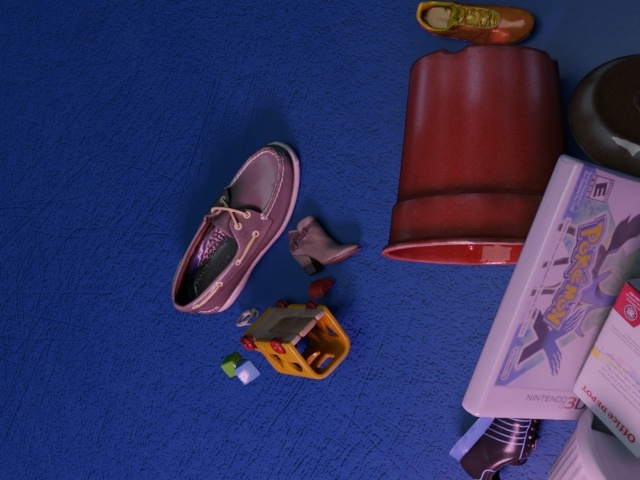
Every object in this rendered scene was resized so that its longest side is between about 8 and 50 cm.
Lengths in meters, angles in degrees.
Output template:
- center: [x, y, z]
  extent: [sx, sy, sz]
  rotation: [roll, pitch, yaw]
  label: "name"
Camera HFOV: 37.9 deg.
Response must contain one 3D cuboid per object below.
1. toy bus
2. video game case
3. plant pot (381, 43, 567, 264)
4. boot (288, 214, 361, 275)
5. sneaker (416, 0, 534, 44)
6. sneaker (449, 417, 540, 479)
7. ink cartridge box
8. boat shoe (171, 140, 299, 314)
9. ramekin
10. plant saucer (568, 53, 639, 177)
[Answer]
- center: [-0.044, 0.163, 1.479]
  extent: [0.191, 0.202, 0.104]
  rotation: [-30, 108, 18]
  label: "toy bus"
- center: [0.345, 0.076, 1.176]
  extent: [0.036, 0.300, 0.329]
  rotation: [33, 108, 50]
  label: "video game case"
- center: [0.221, -0.110, 1.263]
  extent: [0.272, 0.272, 0.265]
  rotation: [-2, 82, 28]
  label: "plant pot"
- center: [0.000, 0.000, 1.490]
  extent: [0.118, 0.042, 0.087]
  rotation: [-28, 77, 25]
  label: "boot"
- center: [0.221, -0.314, 1.349]
  extent: [0.175, 0.067, 0.064]
  rotation: [8, 94, 26]
  label: "sneaker"
- center: [0.284, 0.257, 1.332]
  extent: [0.090, 0.081, 0.232]
  rotation: [42, 116, 17]
  label: "sneaker"
- center: [0.418, 0.151, 1.129]
  extent: [0.128, 0.127, 0.176]
  rotation: [52, 135, 45]
  label: "ink cartridge box"
- center: [-0.143, -0.017, 1.533]
  extent: [0.116, 0.097, 0.324]
  rotation: [38, 108, 22]
  label: "boat shoe"
- center: [0.409, 0.337, 1.170]
  extent: [0.273, 0.273, 0.127]
  rotation: [45, 123, 19]
  label: "ramekin"
- center: [0.424, -0.171, 1.204]
  extent: [0.199, 0.036, 0.198]
  rotation: [-4, 61, 7]
  label: "plant saucer"
